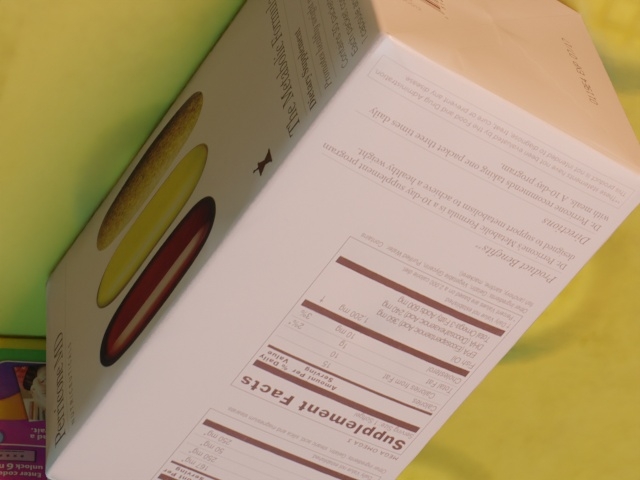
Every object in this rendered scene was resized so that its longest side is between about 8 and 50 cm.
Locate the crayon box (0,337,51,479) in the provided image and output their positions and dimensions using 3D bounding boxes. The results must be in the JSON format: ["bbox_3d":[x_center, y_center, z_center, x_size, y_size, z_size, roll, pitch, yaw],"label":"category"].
[{"bbox_3d":[-0.204,0.120,0.844,0.279,0.165,0.081,3,125,-8],"label":"crayon box"}]

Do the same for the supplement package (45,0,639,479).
[{"bbox_3d":[0.000,0.000,0.799,0.134,0.139,0.244,26,118,-24],"label":"supplement package"}]
